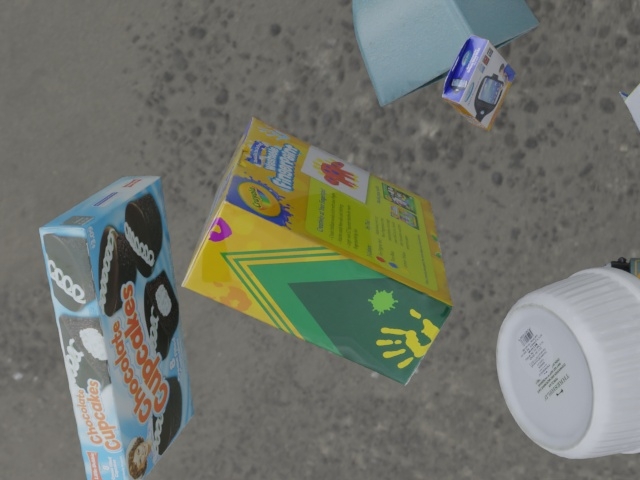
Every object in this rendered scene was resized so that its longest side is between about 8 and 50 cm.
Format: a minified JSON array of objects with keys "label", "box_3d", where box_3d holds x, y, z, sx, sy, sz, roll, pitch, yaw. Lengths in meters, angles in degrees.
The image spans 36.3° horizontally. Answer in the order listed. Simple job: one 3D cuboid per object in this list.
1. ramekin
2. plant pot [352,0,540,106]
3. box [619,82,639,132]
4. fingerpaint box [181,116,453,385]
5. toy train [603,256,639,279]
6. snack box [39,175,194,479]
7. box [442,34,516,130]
[{"label":"ramekin","box_3d":[0.283,0.139,1.064,0.109,0.207,0.207,-9,136,-25]},{"label":"plant pot","box_3d":[0.205,-0.434,1.813,0.247,0.248,0.252,-24,95,44]},{"label":"box","box_3d":[0.389,-0.100,1.021,0.109,0.178,0.042,16,131,-21]},{"label":"fingerpaint box","box_3d":[0.000,0.000,1.601,0.371,0.445,0.163,25,111,-9]},{"label":"toy train","box_3d":[0.767,0.124,2.105,0.334,0.190,0.142,2,145,14]},{"label":"snack box","box_3d":[-0.225,0.105,1.129,0.060,0.187,0.322,1,111,17]},{"label":"box","box_3d":[0.189,-0.188,1.167,0.028,0.136,0.081,26,93,26]}]
